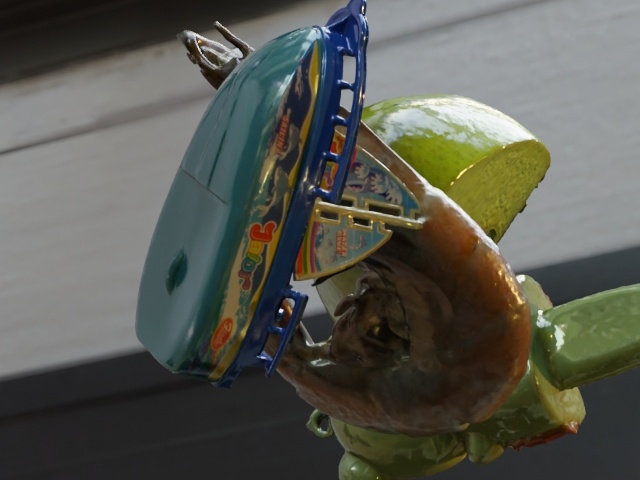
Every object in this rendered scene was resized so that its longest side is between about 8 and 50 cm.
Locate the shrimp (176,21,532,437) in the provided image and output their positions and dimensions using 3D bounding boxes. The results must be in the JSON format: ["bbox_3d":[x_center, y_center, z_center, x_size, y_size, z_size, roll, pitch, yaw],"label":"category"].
[{"bbox_3d":[-0.001,0.001,0.918,0.251,0.143,0.052,52,27,-1],"label":"shrimp"}]

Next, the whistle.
[{"bbox_3d":[0.118,0.090,1.241,0.106,0.288,0.131,41,35,-53],"label":"whistle"}]

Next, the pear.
[{"bbox_3d":[0.071,-0.030,1.746,0.292,0.159,0.292,-45,155,-28],"label":"pear"}]

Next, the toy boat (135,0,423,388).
[{"bbox_3d":[-0.004,-0.019,0.771,0.091,0.110,0.175,37,-69,56],"label":"toy boat"}]
